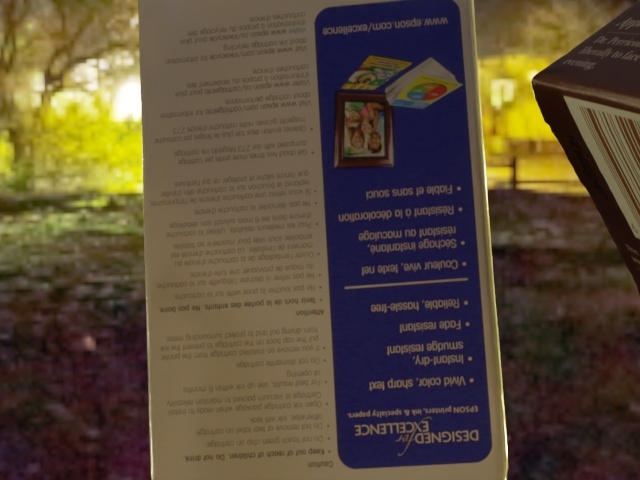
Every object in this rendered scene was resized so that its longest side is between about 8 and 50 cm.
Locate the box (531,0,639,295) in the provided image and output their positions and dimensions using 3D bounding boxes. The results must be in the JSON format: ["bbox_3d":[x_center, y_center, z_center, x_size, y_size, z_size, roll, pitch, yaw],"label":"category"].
[{"bbox_3d":[0.234,-0.046,0.523,0.203,0.167,0.168,-36,22,-8],"label":"box"}]

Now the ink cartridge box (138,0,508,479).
[{"bbox_3d":[0.000,0.000,0.663,0.176,0.371,0.069,-4,-12,7],"label":"ink cartridge box"}]
